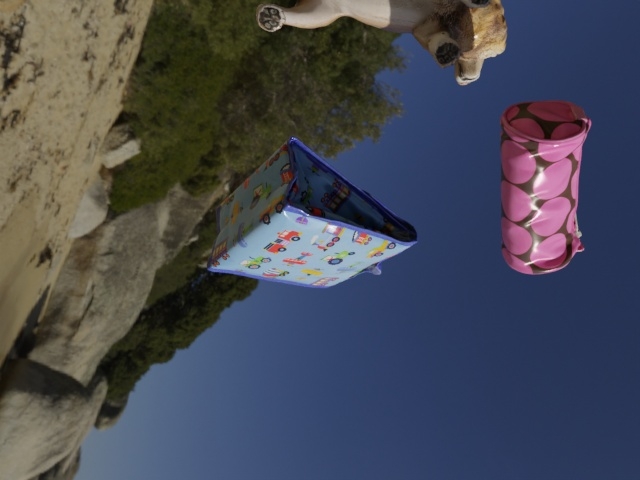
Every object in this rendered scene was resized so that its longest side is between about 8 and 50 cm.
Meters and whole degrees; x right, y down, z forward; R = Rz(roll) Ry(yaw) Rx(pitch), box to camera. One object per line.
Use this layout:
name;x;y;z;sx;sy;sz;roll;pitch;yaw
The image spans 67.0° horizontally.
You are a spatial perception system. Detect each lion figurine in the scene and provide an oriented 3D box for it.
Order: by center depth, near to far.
lion figurine;0.086;-0.324;0.657;0.240;0.392;0.142;-85;-166;-60

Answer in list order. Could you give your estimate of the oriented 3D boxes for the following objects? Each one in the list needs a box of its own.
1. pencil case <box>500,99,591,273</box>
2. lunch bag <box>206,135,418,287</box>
pencil case;0.265;-0.060;0.572;0.098;0.209;0.095;-1;-136;21
lunch bag;0.000;0.000;0.804;0.221;0.293;0.138;-33;-137;41
